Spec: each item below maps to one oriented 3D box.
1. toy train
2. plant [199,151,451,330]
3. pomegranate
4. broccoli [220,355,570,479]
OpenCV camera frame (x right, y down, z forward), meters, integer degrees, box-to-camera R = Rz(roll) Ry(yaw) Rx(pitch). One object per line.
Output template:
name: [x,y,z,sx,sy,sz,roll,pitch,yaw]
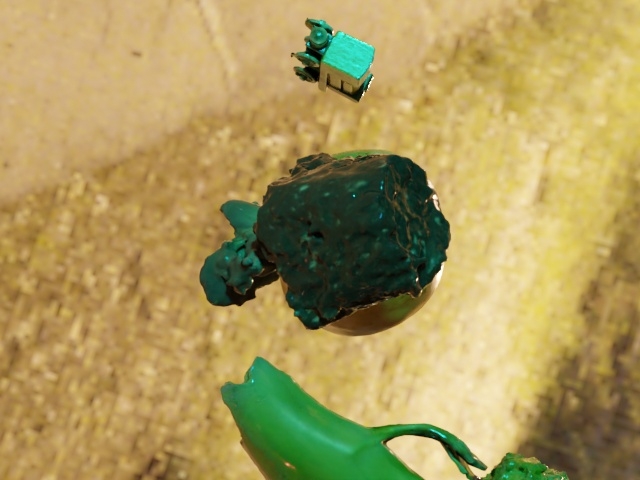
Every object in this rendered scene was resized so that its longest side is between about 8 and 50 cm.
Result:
toy train: [0.013,-0.177,1.726,0.122,0.081,0.050,87,29,-80]
plant: [0.000,0.000,1.495,0.142,0.203,0.131,-42,119,-47]
pomegranate: [0.025,0.003,1.726,0.196,0.196,0.196,16,90,-73]
broccoli: [0.051,0.253,1.417,0.254,0.302,0.186,-70,165,11]
